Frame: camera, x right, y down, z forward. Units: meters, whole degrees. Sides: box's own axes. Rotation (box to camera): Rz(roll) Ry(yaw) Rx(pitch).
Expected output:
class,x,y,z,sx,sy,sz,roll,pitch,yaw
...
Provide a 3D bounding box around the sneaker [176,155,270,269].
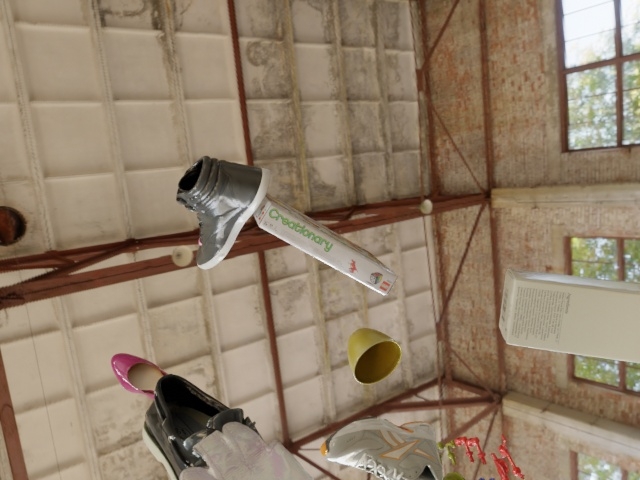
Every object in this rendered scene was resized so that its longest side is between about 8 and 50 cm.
class,x,y,z,sx,sy,sz,roll,pitch,yaw
sneaker,-0.228,-0.058,0.963,0.146,0.296,0.105,20,-138,-24

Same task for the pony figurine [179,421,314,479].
class,x,y,z,sx,sy,sz,roll,pitch,yaw
pony figurine,-0.056,0.318,0.297,0.302,0.350,0.364,-6,-64,-56

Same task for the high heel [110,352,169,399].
class,x,y,z,sx,sy,sz,roll,pitch,yaw
high heel,-0.374,0.308,1.068,0.082,0.244,0.117,-42,-20,-36

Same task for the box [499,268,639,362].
class,x,y,z,sx,sy,sz,roll,pitch,yaw
box,0.432,0.118,0.754,0.094,0.274,0.113,-26,-57,-75

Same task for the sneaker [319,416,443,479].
class,x,y,z,sx,sy,sz,roll,pitch,yaw
sneaker,0.125,0.399,0.879,0.262,0.099,0.121,11,-139,-27

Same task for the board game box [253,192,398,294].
class,x,y,z,sx,sy,sz,roll,pitch,yaw
board game box,0.000,0.000,1.017,0.305,0.193,0.053,29,-84,-19

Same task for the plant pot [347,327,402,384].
class,x,y,z,sx,sy,sz,roll,pitch,yaw
plant pot,0.119,0.272,1.193,0.134,0.095,0.134,-13,-58,-21

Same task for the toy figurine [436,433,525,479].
class,x,y,z,sx,sy,sz,roll,pitch,yaw
toy figurine,0.327,0.634,1.238,0.217,0.362,0.191,-10,-108,-26

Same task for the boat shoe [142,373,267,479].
class,x,y,z,sx,sy,sz,roll,pitch,yaw
boat shoe,-0.146,0.286,0.688,0.127,0.340,0.113,2,-81,-41
